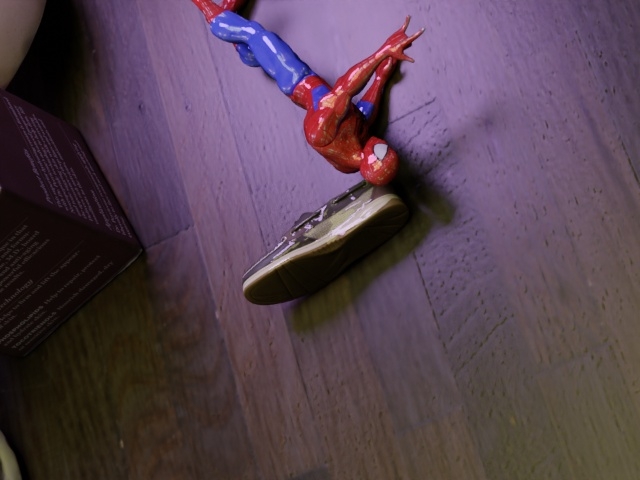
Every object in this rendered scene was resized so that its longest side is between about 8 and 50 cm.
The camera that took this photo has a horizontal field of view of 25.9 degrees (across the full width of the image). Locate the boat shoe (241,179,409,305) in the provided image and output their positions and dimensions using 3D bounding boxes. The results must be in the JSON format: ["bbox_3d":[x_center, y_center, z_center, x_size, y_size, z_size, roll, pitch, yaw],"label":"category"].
[{"bbox_3d":[0.000,0.000,1.143,0.152,0.056,0.049,-29,53,6],"label":"boat shoe"}]

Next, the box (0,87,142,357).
[{"bbox_3d":[-0.303,-0.024,1.230,0.167,0.203,0.168,-40,59,14],"label":"box"}]

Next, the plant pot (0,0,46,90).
[{"bbox_3d":[-0.429,-0.224,1.320,0.284,0.191,0.284,-24,47,29],"label":"plant pot"}]

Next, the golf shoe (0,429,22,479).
[{"bbox_3d":[-0.327,0.241,1.207,0.115,0.140,0.306,-43,58,13],"label":"golf shoe"}]

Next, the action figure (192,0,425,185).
[{"bbox_3d":[0.005,-0.161,1.160,0.139,0.091,0.280,-42,57,8],"label":"action figure"}]
